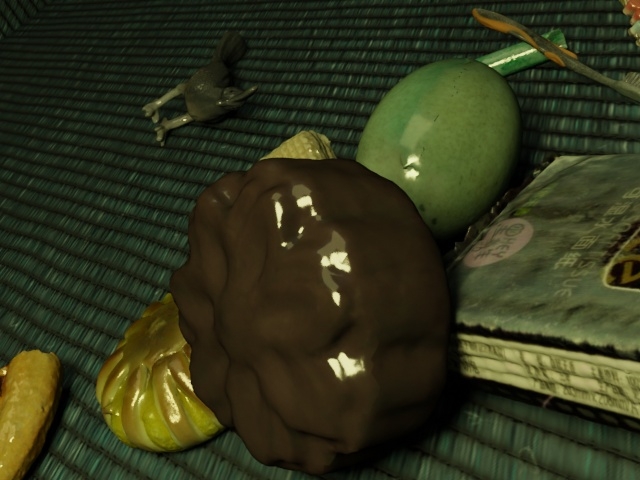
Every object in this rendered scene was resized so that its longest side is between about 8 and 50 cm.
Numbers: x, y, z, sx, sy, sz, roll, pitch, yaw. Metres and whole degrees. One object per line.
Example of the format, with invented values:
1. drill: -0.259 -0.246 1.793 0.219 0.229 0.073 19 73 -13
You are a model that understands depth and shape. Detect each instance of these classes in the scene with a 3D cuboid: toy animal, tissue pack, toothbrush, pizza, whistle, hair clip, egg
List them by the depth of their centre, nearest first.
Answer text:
1. tissue pack: 0.270 0.032 0.743 0.259 0.122 0.361 -42 23 -23
2. egg: 0.130 -0.098 1.024 0.169 0.169 0.236 -1 44 38
3. pizza: -0.463 0.271 1.070 0.409 0.114 0.278 -41 39 -20
4. toothbrush: 0.293 -0.236 1.165 0.031 0.023 0.321 -40 45 -10
5. hair clip: 0.406 -0.286 1.165 0.062 0.056 0.214 8 38 -2
6. whistle: 0.234 -0.234 1.243 0.186 0.039 0.039 -18 35 20
7. toy animal: -0.200 -0.246 1.573 0.206 0.081 0.367 -32 25 6

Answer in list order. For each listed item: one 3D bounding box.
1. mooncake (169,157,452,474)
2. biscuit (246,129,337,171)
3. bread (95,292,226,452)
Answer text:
1. mooncake: -0.020 0.065 0.823 0.141 0.283 0.283 -9 17 -37
2. biscuit: 0.000 0.000 0.986 0.108 0.062 0.238 -34 64 19
3. bread: -0.147 0.128 1.008 0.213 0.104 0.213 -18 35 13
